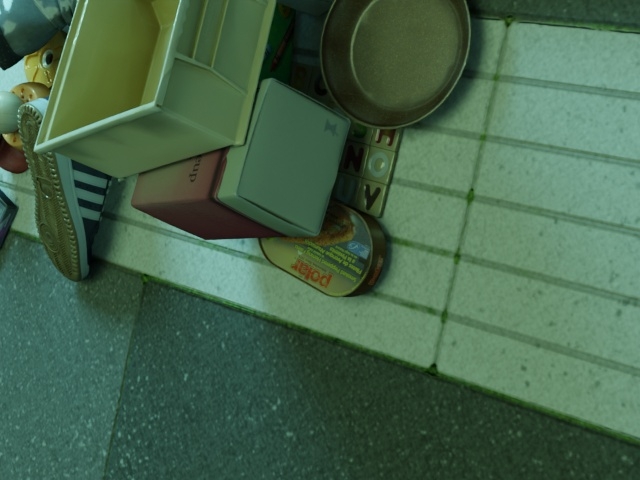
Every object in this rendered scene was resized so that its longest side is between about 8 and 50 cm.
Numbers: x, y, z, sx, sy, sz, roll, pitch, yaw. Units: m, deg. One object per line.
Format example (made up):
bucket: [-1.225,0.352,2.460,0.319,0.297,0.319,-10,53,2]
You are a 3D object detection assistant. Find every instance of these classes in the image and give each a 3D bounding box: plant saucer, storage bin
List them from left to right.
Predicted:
storage bin: [-0.186,-0.221,1.424,0.262,0.123,0.260,-11,61,49]
plant saucer: [0.090,-0.223,1.403,0.198,0.036,0.199,-3,85,33]

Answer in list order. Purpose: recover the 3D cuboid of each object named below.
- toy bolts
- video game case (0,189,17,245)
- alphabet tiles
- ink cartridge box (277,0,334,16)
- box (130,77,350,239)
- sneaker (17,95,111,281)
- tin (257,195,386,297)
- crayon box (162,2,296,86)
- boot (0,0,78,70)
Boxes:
toy bolts: [-0.470,-0.207,1.815,0.228,0.158,0.218,-26,69,36]
video game case: [-0.592,0.014,1.986,0.196,0.026,0.274,40,110,36]
alphabet tiles: [-0.002,-0.111,1.499,0.237,0.009,0.198,18,97,41]
ink cartridge box: [0.037,-0.418,1.427,0.278,0.117,0.201,-26,69,35]
box: [-0.098,-0.090,1.450,0.232,0.127,0.149,-3,67,52]
sneaker: [-0.323,-0.085,1.730,0.099,0.153,0.282,24,131,37]
tin: [0.000,0.000,1.456,0.189,0.040,0.106,29,100,39]
crayon box: [-0.157,-0.252,1.595,0.278,0.081,0.165,2,86,43]
boot: [-0.405,-0.412,1.806,0.222,0.118,0.338,-26,59,8]
